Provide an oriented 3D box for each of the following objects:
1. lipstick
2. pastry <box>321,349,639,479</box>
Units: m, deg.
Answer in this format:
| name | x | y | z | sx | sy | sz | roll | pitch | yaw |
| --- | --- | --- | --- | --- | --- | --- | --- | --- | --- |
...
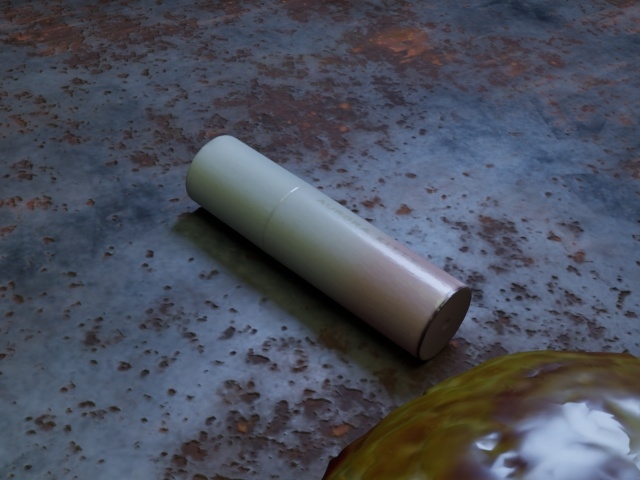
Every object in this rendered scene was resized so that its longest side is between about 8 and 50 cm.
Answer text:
| name | x | y | z | sx | sy | sz | roll | pitch | yaw |
| --- | --- | --- | --- | --- | --- | --- | --- | --- | --- |
| lipstick | 0.000 | 0.000 | 0.920 | 0.327 | 0.087 | 0.087 | 34 | 46 | 27 |
| pastry | 0.148 | 0.231 | 0.490 | 0.389 | 0.312 | 0.388 | 3 | 39 | -3 |
